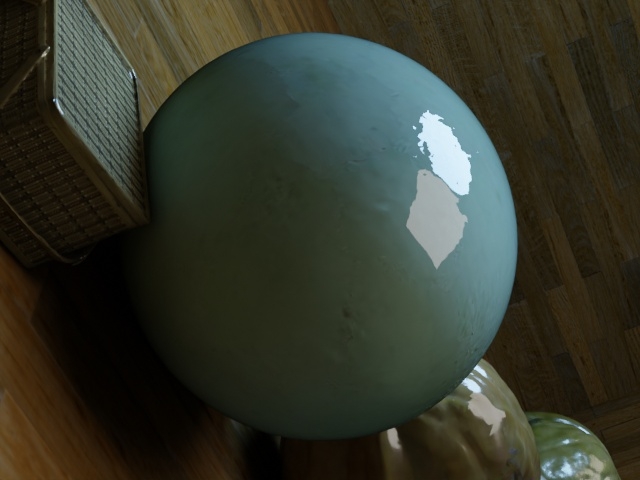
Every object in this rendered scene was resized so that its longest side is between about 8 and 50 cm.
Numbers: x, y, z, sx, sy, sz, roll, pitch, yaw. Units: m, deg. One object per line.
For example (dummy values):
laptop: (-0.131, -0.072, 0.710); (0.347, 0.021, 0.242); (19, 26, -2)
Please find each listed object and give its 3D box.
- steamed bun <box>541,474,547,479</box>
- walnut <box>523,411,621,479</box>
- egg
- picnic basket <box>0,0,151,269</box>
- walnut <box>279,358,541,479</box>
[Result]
steamed bun: (0.238, 0.421, 1.385); (0.324, 0.206, 0.324); (-21, 90, -80)
walnut: (0.346, 0.411, 1.797); (0.253, 0.277, 0.282); (-92, 170, -48)
egg: (-0.005, -0.007, 0.790); (0.389, 0.276, 0.276); (-121, -174, -76)
picnic basket: (-0.165, -0.077, 0.669); (0.115, 0.079, 0.164); (57, 15, -46)
walnut: (0.076, 0.200, 0.952); (0.225, 0.225, 0.261); (-94, 167, -59)
